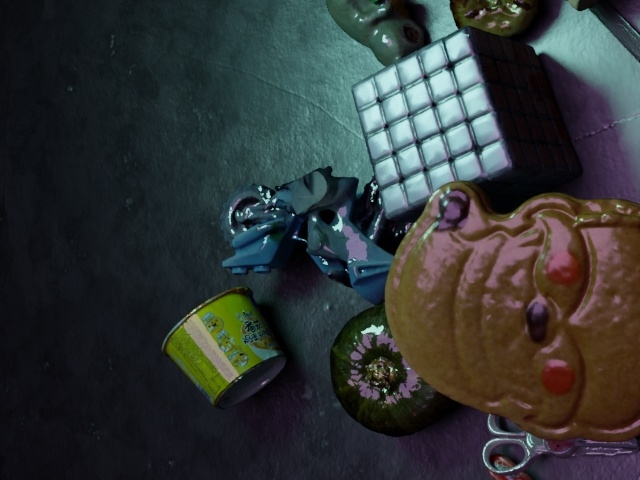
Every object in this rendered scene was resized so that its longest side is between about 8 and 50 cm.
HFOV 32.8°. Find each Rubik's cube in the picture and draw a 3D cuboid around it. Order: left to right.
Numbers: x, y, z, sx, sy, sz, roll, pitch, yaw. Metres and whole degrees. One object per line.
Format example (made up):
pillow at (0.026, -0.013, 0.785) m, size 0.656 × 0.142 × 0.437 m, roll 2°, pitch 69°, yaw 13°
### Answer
Rubik's cube at (0.222, -0.167, 1.685) m, size 0.237 × 0.237 × 0.238 m, roll -25°, pitch 73°, yaw 36°

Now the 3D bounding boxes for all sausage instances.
sausage at (0.309, 0.377, 1.694) m, size 0.145 × 0.048 × 0.050 m, roll 40°, pitch 147°, yaw 33°

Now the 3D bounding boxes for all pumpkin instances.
pumpkin at (0.123, 0.211, 1.779) m, size 0.223 × 0.157 × 0.224 m, roll 1°, pitch 92°, yaw 20°

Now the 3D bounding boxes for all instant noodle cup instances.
instant noodle cup at (-0.168, 0.203, 1.975) m, size 0.205 × 0.205 × 0.153 m, roll -47°, pitch 68°, yaw 24°

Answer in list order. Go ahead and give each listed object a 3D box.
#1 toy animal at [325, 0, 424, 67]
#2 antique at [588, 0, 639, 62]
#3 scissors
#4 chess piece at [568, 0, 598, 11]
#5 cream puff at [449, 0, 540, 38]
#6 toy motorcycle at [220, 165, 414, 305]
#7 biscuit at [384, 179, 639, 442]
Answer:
toy animal at (0.113, -0.355, 1.873) m, size 0.125 × 0.127 × 0.251 m, roll -34°, pitch 81°, yaw 17°
antique at (0.441, -0.347, 1.673) m, size 0.031 × 0.015 × 0.192 m, roll -45°, pitch 63°, yaw 21°
scissors at (0.365, 0.303, 1.657) m, size 0.242 × 0.030 × 0.118 m, roll -5°, pitch 59°, yaw 31°
chess piece at (0.320, -0.491, 1.676) m, size 0.307 × 0.124 × 0.139 m, roll 38°, pitch 121°, yaw 21°
cream puff at (0.280, -0.388, 1.746) m, size 0.149 × 0.084 × 0.149 m, roll 7°, pitch 117°, yaw 14°
toy motorcycle at (0.000, 0.000, 1.874) m, size 0.416 × 0.172 × 0.232 m, roll -4°, pitch 78°, yaw 28°
biscuit at (0.311, 0.104, 1.509) m, size 0.455 × 0.078 × 0.350 m, roll 7°, pitch 105°, yaw 19°
